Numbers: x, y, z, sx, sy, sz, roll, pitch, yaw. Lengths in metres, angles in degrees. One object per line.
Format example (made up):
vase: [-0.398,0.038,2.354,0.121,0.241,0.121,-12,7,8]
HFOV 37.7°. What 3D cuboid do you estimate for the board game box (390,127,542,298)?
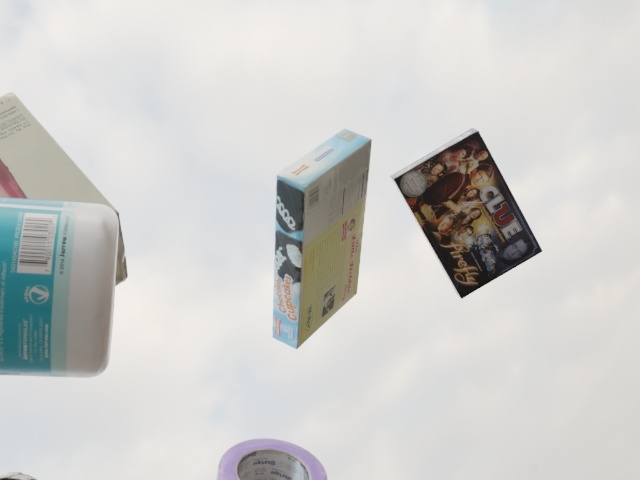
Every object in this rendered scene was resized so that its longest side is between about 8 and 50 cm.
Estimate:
board game box: [0.249,-0.045,1.597,0.165,0.042,0.243,-31,-77,2]

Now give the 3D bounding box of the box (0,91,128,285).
box: [-0.352,-0.036,1.125,0.127,0.232,0.148,-33,-25,-25]

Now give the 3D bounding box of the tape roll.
tape roll: [-0.086,0.428,1.604,0.189,0.189,0.080,-16,-54,-44]

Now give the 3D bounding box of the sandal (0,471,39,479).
sandal: [-0.372,0.330,1.128,0.120,0.086,0.303,-8,-32,7]

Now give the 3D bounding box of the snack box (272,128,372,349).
snack box: [0.000,0.000,1.520,0.187,0.060,0.322,-39,-37,-44]

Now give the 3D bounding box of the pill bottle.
pill bottle: [-0.300,0.034,0.754,0.264,0.146,0.146,4,-55,-11]
